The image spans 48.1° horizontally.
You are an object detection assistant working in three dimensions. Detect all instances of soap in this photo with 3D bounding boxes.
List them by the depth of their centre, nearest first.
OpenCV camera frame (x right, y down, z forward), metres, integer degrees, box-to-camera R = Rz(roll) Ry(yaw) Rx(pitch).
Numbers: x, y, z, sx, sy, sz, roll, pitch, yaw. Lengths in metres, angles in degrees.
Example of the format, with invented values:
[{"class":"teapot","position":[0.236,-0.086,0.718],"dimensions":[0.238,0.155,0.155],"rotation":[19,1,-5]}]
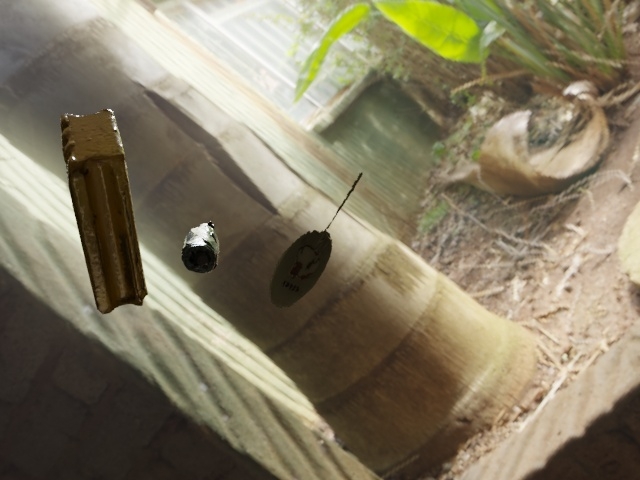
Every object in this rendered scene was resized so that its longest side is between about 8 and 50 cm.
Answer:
[{"class":"soap","position":[-0.384,-0.047,1.283],"dimensions":[0.204,0.096,0.324],"rotation":[-119,23,-49]}]

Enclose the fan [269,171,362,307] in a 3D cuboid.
[{"class":"fan","position":[0.001,0.000,1.464],"dimensions":[0.329,0.009,0.191],"rotation":[-57,-28,0]}]

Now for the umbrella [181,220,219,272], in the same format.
[{"class":"umbrella","position":[-0.185,0.008,1.112],"dimensions":[0.053,0.052,0.250],"rotation":[-14,11,-7]}]
